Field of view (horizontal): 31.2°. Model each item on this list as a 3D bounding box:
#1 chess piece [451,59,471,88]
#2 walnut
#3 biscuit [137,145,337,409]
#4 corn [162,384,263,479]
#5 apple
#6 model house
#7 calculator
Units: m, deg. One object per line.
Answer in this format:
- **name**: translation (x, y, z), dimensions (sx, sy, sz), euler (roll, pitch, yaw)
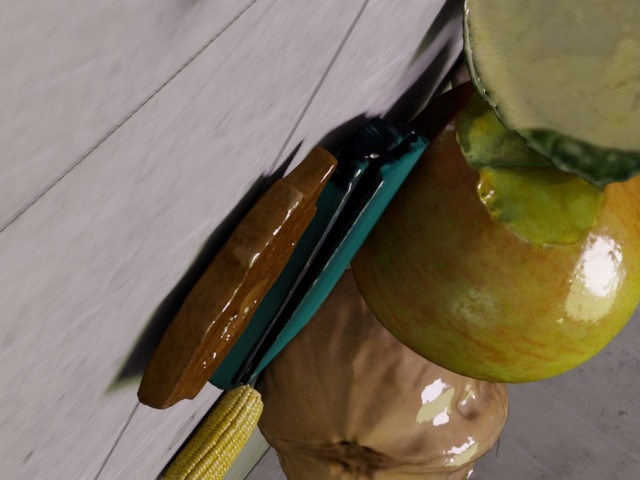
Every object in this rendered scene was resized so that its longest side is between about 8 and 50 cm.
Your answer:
- **chess piece**: translation (0.180, -0.106, 1.479), dimensions (0.300, 0.167, 0.167), euler (-50, 176, 19)
- **walnut**: translation (0.083, 0.207, 1.627), dimensions (0.384, 0.383, 0.383), euler (-54, 174, -8)
- **biscuit**: translation (-0.058, 0.023, 0.825), dimensions (0.215, 0.034, 0.182), euler (-57, 175, -1)
- **corn**: translation (-0.130, 0.251, 1.410), dimensions (0.165, 0.063, 0.085), euler (-54, 150, -23)
- **apple**: translation (0.203, -0.009, 1.265), dimensions (0.340, 0.339, 0.339), euler (-54, 174, -8)
- **model house**: translation (0.286, -0.262, 1.089), dimensions (0.321, 0.261, 0.266), euler (-58, -176, 31)
- **calculator**: translation (0.000, 0.000, 1.041), dimensions (0.248, 0.058, 0.274), euler (-56, 174, 20)
